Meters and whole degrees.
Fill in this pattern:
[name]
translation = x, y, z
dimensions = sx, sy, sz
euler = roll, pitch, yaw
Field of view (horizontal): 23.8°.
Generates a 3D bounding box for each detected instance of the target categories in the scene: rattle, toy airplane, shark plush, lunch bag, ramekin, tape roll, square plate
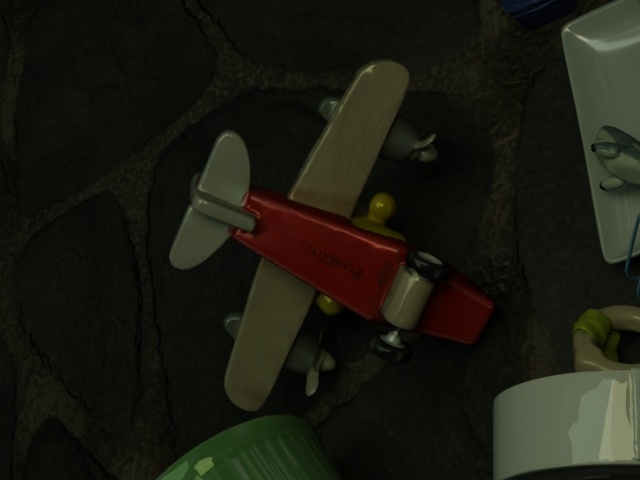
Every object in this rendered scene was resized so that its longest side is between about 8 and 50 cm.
[rattle]
translation = 0.388, 0.158, 1.760
dimensions = 0.199, 0.130, 0.143
euler = 3, 112, 3
[toy airplane]
translation = 0.000, 0.000, 1.990
dimensions = 0.386, 0.272, 0.384
euler = -20, 92, 17
[shark plush]
translation = 0.390, -0.103, 1.795
dimensions = 0.161, 0.073, 0.067
euler = 5, 46, 45
[lunch bag]
translation = 0.291, -0.331, 2.021
dimensions = 0.098, 0.065, 0.067
euler = -23, 60, 31
[ramekin]
translation = -0.089, 0.376, 1.899
dimensions = 0.303, 0.303, 0.148
euler = -49, 57, 13
[tape roll]
translation = 0.325, 0.220, 1.625
dimensions = 0.286, 0.286, 0.100
euler = -12, 65, 35
[square plate]
translation = 0.471, -0.174, 1.823
dimensions = 0.344, 0.049, 0.347
euler = -22, 60, 30

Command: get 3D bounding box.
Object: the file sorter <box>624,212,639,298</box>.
[file sorter]
translation = 0.419, 0.048, 1.680
dimensions = 0.170, 0.104, 0.118
euler = -108, 17, -50
